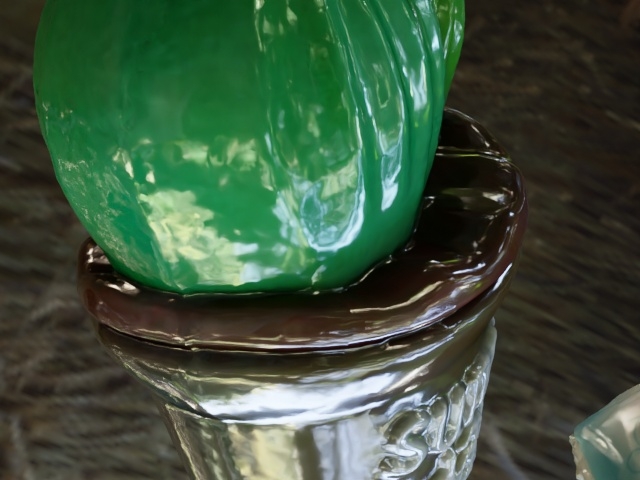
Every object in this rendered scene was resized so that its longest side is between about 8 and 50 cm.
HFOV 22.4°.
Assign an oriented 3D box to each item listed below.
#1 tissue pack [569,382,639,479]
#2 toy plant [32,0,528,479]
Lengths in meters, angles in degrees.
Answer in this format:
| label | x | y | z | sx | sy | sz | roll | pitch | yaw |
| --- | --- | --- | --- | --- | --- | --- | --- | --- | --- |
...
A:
| label | x | y | z | sx | sy | sz | roll | pitch | yaw |
| --- | --- | --- | --- | --- | --- | --- | --- | --- | --- |
| tissue pack | 0.261 | 0.094 | 0.690 | 0.271 | 0.124 | 0.201 | -37 | -141 | 13 |
| toy plant | -0.004 | -0.023 | 0.384 | 0.105 | 0.200 | 0.143 | 9 | -149 | 25 |
